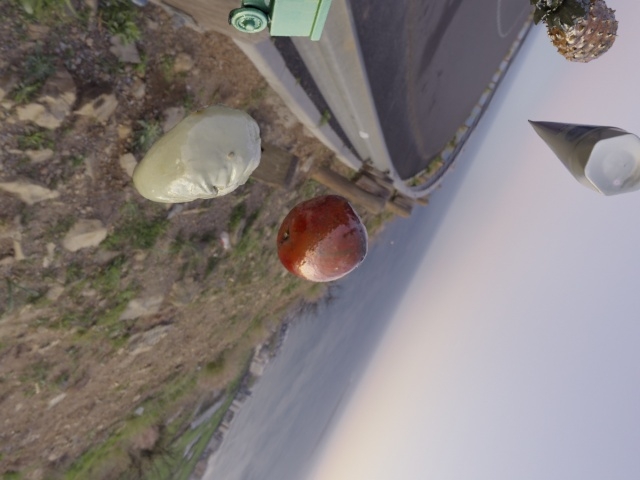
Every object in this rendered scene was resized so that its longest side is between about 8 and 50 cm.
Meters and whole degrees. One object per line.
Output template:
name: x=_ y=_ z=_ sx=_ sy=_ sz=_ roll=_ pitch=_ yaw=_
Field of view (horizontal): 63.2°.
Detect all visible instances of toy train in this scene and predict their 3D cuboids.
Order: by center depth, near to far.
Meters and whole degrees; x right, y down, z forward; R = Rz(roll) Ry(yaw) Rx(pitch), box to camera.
toy train: x=-0.066 y=-0.472 z=0.919 sx=0.301 sy=0.203 sz=0.120 roll=132 pitch=-47 yaw=-73

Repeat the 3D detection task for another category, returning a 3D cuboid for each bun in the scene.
bun: x=-0.188 y=-0.132 z=0.851 sx=0.229 sy=0.145 sz=0.229 roll=-36 pitch=-159 yaw=16

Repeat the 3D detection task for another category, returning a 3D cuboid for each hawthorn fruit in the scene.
hawthorn fruit: x=0.000 y=0.000 z=0.979 sx=0.173 sy=0.173 sz=0.173 roll=-58 pitch=167 yaw=-22

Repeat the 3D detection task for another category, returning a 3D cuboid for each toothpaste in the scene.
toothpaste: x=0.380 y=-0.133 z=0.764 sx=0.080 sy=0.125 sz=0.371 roll=-60 pitch=176 yaw=19

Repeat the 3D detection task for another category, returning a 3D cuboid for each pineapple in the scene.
pineapple: x=0.564 y=-0.527 z=1.181 sx=0.310 sy=0.170 sz=0.141 roll=23 pitch=126 yaw=-39
